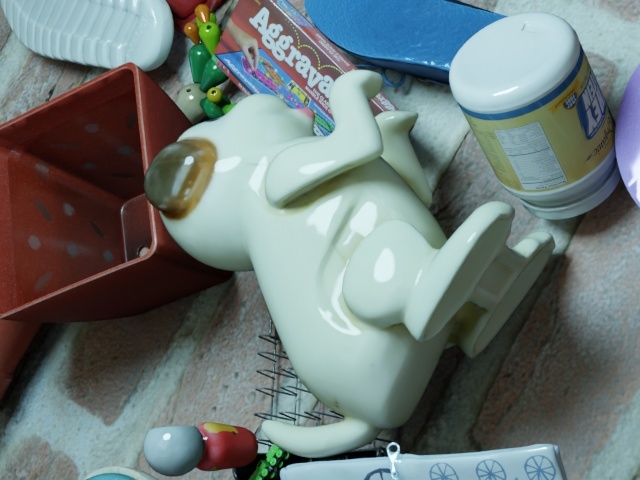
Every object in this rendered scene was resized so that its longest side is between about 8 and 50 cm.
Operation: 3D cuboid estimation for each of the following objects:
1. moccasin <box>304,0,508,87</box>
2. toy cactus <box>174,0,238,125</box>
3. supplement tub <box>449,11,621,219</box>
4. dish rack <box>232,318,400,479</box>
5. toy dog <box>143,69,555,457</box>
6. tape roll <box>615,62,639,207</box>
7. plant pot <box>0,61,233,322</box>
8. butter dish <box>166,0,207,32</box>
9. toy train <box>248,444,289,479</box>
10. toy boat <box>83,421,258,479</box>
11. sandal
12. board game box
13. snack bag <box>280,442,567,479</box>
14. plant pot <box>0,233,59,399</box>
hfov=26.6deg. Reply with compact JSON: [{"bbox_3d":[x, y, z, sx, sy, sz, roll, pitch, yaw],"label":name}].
[{"bbox_3d":[0.126,-0.236,1.658,0.342,0.117,0.137,31,88,33],"label":"moccasin"},{"bbox_3d":[-0.147,-0.221,1.865,0.180,0.112,0.219,-48,55,35],"label":"toy cactus"},{"bbox_3d":[0.240,-0.133,1.477,0.144,0.199,0.144,-20,40,18],"label":"supplement tub"},{"bbox_3d":[0.003,0.166,1.639,0.208,0.074,0.271,-7,71,31],"label":"dish rack"},{"bbox_3d":[0.000,0.000,1.529,0.408,0.284,0.395,38,105,23],"label":"toy dog"},{"bbox_3d":[0.454,-0.113,1.417,0.275,0.090,0.274,-11,69,30],"label":"tape roll"},{"bbox_3d":[-0.261,-0.033,1.778,0.267,0.236,0.267,-21,65,26],"label":"plant pot"},{"bbox_3d":[-0.202,-0.408,1.934,0.160,0.118,0.160,-40,57,18],"label":"butter dish"},{"bbox_3d":[-0.067,0.274,1.597,0.083,0.017,0.023,-53,46,11],"label":"toy train"},{"bbox_3d":[-0.202,0.333,1.587,0.267,0.148,0.318,48,115,36],"label":"toy boat"},{"bbox_3d":[-0.347,-0.339,2.025,0.416,0.102,0.169,32,110,38],"label":"sandal"},{"bbox_3d":[-0.015,-0.188,1.696,0.281,0.027,0.145,46,134,15],"label":"board game box"},{"bbox_3d":[0.127,0.364,1.412,0.342,0.037,0.323,-8,104,32],"label":"snack bag"},{"bbox_3d":[-0.491,0.069,1.902,0.272,0.272,0.265,35,87,36],"label":"plant pot"}]
